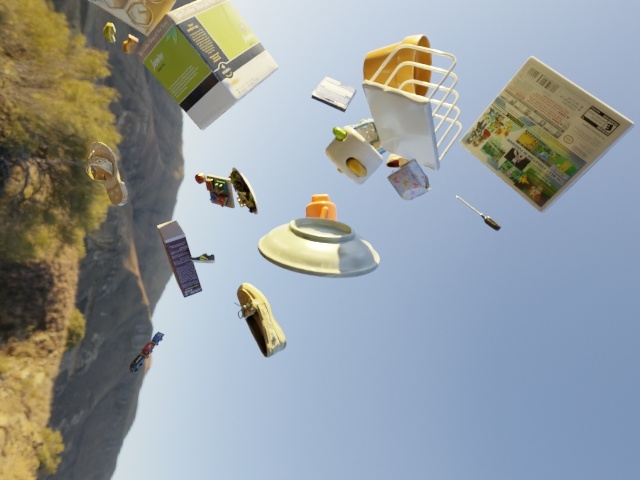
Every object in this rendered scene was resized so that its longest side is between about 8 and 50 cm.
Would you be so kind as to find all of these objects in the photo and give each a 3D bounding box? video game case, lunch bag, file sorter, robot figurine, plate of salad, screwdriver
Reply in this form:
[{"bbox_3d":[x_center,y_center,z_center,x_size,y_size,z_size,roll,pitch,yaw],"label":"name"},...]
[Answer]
[{"bbox_3d":[0.607,-0.295,1.187,0.329,0.036,0.300,51,-60,25],"label":"video game case"},{"bbox_3d":[0.213,-0.140,1.008,0.071,0.083,0.053,-26,-165,47],"label":"lunch bag"},{"bbox_3d":[0.267,-0.364,1.165,0.192,0.278,0.173,30,-101,30],"label":"file sorter"},{"bbox_3d":[0.004,-0.074,1.722,0.158,0.128,0.220,-18,-109,47],"label":"robot figurine"},{"bbox_3d":[-0.296,-0.183,1.617,0.200,0.048,0.200,51,-21,28],"label":"plate of salad"},{"bbox_3d":[0.476,-0.088,1.284,0.025,0.024,0.170,-53,-122,25],"label":"screwdriver"}]

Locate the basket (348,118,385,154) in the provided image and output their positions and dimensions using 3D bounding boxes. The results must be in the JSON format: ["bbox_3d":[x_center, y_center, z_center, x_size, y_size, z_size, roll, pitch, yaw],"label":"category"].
[{"bbox_3d":[0.216,-0.480,2.120,0.254,0.201,0.289,-24,-143,3],"label":"basket"}]

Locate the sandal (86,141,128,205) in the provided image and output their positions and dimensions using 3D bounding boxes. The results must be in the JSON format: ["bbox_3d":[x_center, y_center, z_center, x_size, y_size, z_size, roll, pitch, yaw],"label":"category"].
[{"bbox_3d":[-0.692,-0.219,1.336,0.088,0.079,0.240,-33,-100,17],"label":"sandal"}]

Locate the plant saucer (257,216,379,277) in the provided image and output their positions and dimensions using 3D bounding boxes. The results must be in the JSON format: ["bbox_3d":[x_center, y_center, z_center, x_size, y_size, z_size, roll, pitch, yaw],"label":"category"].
[{"bbox_3d":[0.000,0.000,1.381,0.400,0.400,0.101,-140,-126,-60],"label":"plant saucer"}]

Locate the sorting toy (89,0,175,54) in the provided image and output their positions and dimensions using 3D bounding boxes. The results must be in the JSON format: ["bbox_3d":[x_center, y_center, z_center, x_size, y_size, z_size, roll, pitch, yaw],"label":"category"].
[{"bbox_3d":[-0.637,-0.782,1.410,0.307,0.229,0.041,-38,-127,31],"label":"sorting toy"}]

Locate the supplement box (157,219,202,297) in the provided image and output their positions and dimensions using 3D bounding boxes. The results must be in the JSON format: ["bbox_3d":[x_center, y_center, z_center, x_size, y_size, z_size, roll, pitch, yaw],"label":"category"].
[{"bbox_3d":[-0.489,0.064,1.482,0.130,0.073,0.240,39,-36,52],"label":"supplement box"}]

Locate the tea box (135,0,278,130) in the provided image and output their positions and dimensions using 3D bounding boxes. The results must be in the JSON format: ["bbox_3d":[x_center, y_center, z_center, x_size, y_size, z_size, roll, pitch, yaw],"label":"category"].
[{"bbox_3d":[-0.378,-0.625,1.475,0.220,0.324,0.329,-22,-154,39],"label":"tea box"}]

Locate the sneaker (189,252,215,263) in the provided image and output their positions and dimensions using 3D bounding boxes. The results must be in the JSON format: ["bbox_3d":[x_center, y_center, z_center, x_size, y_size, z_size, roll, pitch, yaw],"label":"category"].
[{"bbox_3d":[-0.391,0.058,1.411,0.031,0.083,0.035,162,-67,-76],"label":"sneaker"}]

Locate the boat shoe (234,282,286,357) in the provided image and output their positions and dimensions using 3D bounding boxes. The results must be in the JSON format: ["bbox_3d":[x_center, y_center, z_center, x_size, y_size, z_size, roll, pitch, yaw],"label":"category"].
[{"bbox_3d":[-0.229,0.285,1.542,0.285,0.089,0.104,55,-50,12],"label":"boat shoe"}]

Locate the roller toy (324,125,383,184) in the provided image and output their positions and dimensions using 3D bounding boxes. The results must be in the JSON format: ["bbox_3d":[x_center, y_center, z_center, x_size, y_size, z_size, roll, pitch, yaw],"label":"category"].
[{"bbox_3d":[0.118,-0.301,1.540,0.146,0.191,0.209,-47,-109,12],"label":"roller toy"}]

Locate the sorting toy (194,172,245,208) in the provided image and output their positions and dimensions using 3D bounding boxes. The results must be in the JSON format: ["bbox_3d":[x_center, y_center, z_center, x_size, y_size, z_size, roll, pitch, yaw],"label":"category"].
[{"bbox_3d":[-0.428,-0.200,1.803,0.274,0.046,0.132,15,-56,28],"label":"sorting toy"}]

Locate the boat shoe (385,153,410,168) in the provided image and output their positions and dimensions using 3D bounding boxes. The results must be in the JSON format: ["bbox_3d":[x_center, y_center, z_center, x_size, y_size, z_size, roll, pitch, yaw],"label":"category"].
[{"bbox_3d":[0.343,-0.318,1.744,0.170,0.063,0.059,8,-126,48],"label":"boat shoe"}]

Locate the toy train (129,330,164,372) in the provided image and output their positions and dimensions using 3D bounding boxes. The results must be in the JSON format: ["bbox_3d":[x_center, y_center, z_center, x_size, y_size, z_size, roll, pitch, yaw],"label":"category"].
[{"bbox_3d":[-0.506,0.319,1.242,0.158,0.027,0.036,-65,175,-58],"label":"toy train"}]

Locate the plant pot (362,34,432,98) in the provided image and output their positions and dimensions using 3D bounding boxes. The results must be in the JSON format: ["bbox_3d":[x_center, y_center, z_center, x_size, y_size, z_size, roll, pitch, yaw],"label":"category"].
[{"bbox_3d":[0.251,-0.567,1.417,0.187,0.205,0.205,10,-93,28],"label":"plant pot"}]

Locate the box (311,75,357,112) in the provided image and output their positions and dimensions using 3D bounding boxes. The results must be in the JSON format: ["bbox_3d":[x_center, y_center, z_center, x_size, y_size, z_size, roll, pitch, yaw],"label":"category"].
[{"bbox_3d":[0.050,-0.546,1.595,0.225,0.136,0.037,-66,180,-52],"label":"box"}]
